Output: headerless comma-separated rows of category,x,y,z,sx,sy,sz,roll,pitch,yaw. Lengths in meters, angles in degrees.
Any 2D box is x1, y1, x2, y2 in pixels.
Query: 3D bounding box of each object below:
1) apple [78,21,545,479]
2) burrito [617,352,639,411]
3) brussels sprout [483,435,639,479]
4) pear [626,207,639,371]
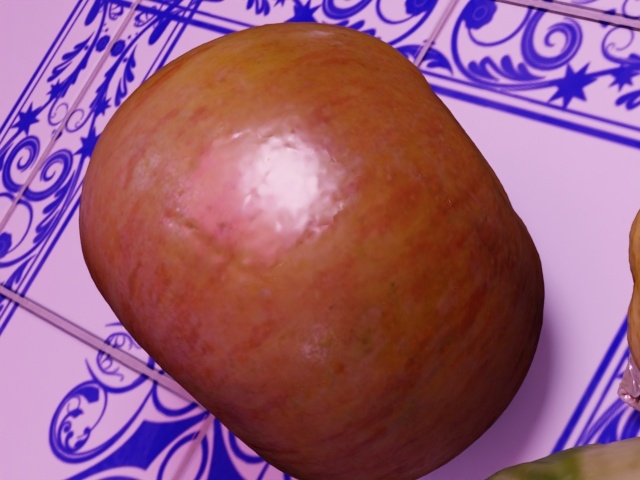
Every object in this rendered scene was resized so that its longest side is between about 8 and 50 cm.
apple,0.000,0.000,1.364,0.333,0.400,0.400,-49,42,-6
burrito,0.339,0.141,1.217,0.275,0.059,0.082,30,92,47
brussels sprout,0.201,0.274,1.016,0.371,0.276,0.315,-128,38,-78
pear,0.334,0.031,1.103,0.271,0.271,0.271,-22,51,29
